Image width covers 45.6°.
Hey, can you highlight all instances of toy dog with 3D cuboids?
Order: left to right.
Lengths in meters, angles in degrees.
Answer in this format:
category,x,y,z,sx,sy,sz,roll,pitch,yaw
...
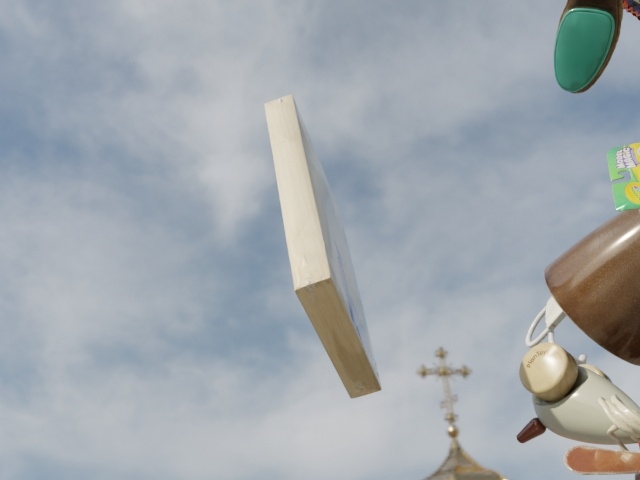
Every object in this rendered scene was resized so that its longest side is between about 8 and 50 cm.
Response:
category,x,y,z,sx,sy,sz,roll,pitch,yaw
toy dog,0.388,0.285,1.071,0.220,0.334,0.161,33,-82,-12

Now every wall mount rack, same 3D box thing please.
category,x,y,z,sx,sy,sz,roll,pitch,yaw
wall mount rack,0.602,0.109,1.673,0.130,0.304,0.350,33,-59,1

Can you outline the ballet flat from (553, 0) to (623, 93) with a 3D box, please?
category,x,y,z,sx,sy,sz,roll,pitch,yaw
ballet flat,0.497,-0.438,1.367,0.116,0.124,0.342,20,-48,33

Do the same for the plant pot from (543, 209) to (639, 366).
category,x,y,z,sx,sy,sz,roll,pitch,yaw
plant pot,0.496,0.033,1.141,0.215,0.215,0.230,21,-59,-26

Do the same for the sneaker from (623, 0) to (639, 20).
category,x,y,z,sx,sy,sz,roll,pitch,yaw
sneaker,0.581,-0.466,1.441,0.087,0.221,0.083,-31,-3,10

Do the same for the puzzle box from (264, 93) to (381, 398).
category,x,y,z,sx,sy,sz,roll,pitch,yaw
puzzle box,0.000,0.000,1.159,0.052,0.409,0.272,-18,-46,6

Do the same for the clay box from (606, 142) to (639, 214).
category,x,y,z,sx,sy,sz,roll,pitch,yaw
clay box,0.455,-0.065,0.887,0.222,0.127,0.053,-4,-49,18
